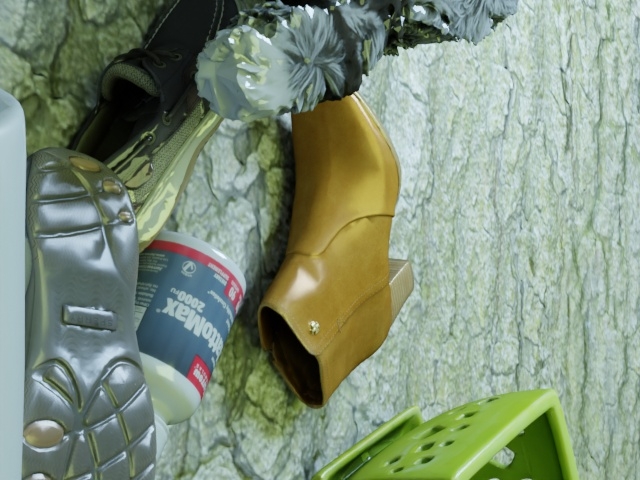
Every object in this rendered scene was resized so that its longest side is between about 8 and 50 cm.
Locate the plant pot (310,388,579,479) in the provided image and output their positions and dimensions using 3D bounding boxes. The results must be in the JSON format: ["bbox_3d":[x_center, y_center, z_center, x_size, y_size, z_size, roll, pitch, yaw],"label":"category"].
[{"bbox_3d":[0.128,0.294,1.264,0.228,0.207,0.227,-26,106,-51],"label":"plant pot"}]

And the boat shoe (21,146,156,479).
[{"bbox_3d":[-0.208,0.112,0.913,0.132,0.130,0.355,20,62,-45],"label":"boat shoe"}]

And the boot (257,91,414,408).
[{"bbox_3d":[-0.001,0.001,1.225,0.211,0.104,0.295,-45,124,-46],"label":"boot"}]

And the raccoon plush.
[{"bbox_3d":[-0.029,-0.261,1.114,0.446,0.299,0.216,-27,113,-40],"label":"raccoon plush"}]

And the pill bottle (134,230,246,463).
[{"bbox_3d":[-0.140,0.093,1.029,0.108,0.108,0.180,47,51,-38],"label":"pill bottle"}]

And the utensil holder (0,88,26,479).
[{"bbox_3d":[-0.298,0.118,0.560,0.327,0.328,0.385,-15,115,-52],"label":"utensil holder"}]

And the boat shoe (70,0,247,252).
[{"bbox_3d":[-0.145,-0.120,1.060,0.092,0.103,0.285,48,56,-44],"label":"boat shoe"}]
